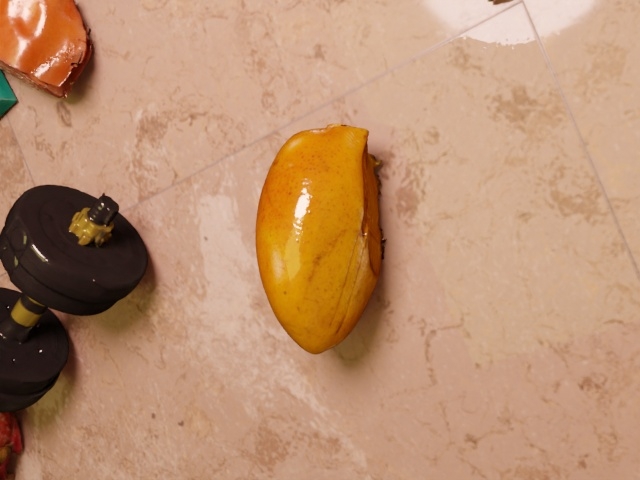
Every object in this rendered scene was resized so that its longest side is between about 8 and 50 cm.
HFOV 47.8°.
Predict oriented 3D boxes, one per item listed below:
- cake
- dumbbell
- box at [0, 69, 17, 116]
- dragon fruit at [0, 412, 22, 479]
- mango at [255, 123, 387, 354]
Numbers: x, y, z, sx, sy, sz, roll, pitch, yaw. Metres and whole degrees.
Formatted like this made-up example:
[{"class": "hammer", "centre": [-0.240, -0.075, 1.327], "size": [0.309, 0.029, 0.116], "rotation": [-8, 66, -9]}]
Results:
[{"class": "cake", "centre": [-0.434, -0.294, 0.967], "size": [0.287, 0.098, 0.135], "rotation": [21, 94, 8]}, {"class": "dumbbell", "centre": [-0.384, 0.081, 0.975], "size": [0.185, 0.185, 0.388], "rotation": [48, 114, 11]}, {"class": "box", "centre": [-0.570, -0.215, 1.090], "size": [0.226, 0.042, 0.161], "rotation": [-33, 85, 26]}, {"class": "dragon fruit", "centre": [-0.565, 0.306, 1.132], "size": [0.282, 0.147, 0.211], "rotation": [-35, 74, 24]}, {"class": "mango", "centre": [0.000, 0.000, 0.807], "size": [0.126, 0.154, 0.252], "rotation": [1, 86, 32]}]
